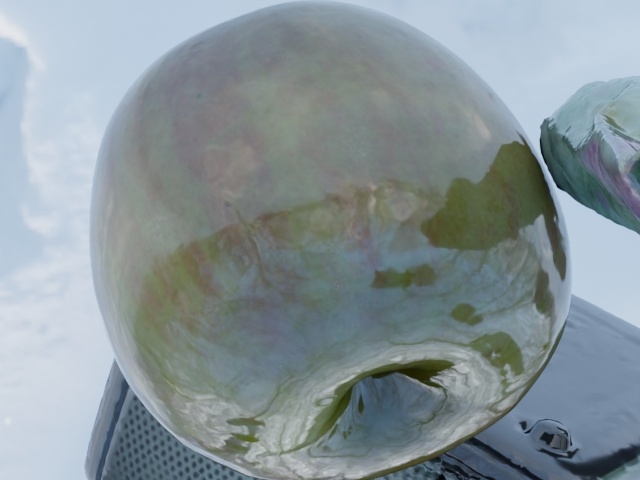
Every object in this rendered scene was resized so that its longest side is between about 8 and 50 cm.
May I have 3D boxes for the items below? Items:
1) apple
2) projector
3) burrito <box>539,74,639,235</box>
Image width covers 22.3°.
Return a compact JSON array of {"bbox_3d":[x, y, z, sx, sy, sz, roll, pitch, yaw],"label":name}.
[{"bbox_3d":[0.000,0.000,0.885,0.257,0.234,0.256,-15,143,-12],"label":"apple"},{"bbox_3d":[0.089,0.156,1.276,0.395,0.405,0.242,-12,125,-56],"label":"projector"},{"bbox_3d":[0.183,-0.033,0.731,0.144,0.089,0.229,-10,-169,4],"label":"burrito"}]
